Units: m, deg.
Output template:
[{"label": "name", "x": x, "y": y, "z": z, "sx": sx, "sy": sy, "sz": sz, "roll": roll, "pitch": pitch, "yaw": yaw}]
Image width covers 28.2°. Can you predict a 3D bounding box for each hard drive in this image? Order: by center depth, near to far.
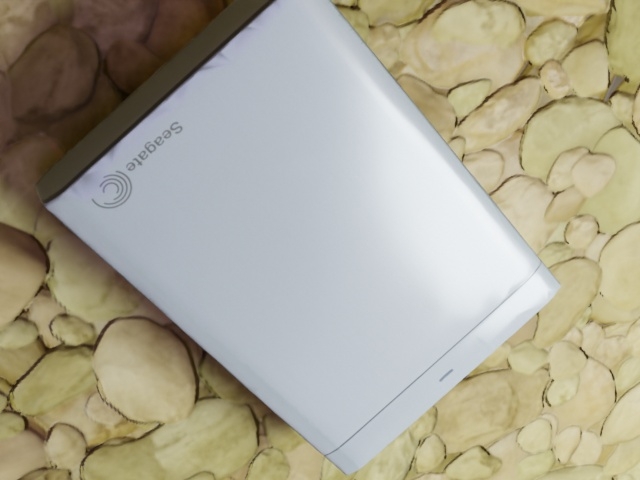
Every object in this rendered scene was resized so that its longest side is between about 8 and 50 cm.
[{"label": "hard drive", "x": 0.000, "y": 0.000, "z": 0.936, "sx": 0.233, "sy": 0.047, "sz": 0.353, "roll": -42, "pitch": 123, "yaw": 3}]
